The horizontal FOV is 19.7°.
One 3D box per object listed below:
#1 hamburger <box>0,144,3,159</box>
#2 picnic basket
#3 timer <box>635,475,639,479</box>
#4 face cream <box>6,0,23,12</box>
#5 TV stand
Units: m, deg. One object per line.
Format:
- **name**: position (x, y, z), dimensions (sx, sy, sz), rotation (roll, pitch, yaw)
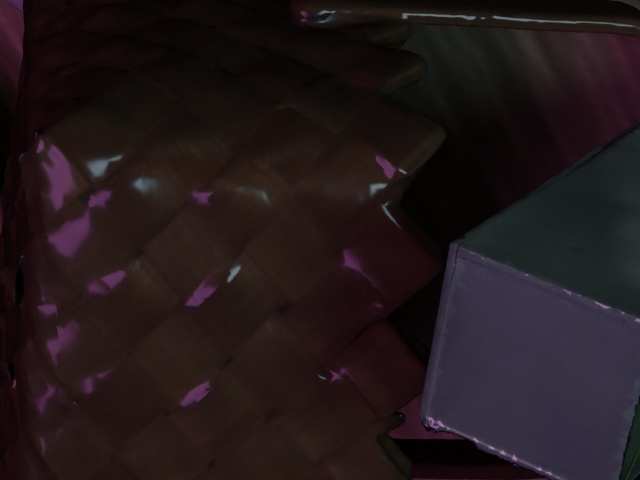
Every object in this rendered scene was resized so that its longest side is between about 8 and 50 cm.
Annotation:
- **hamburger**: position (-0.281, -0.039, 1.095), dimensions (0.191, 0.182, 0.118), rotation (4, 115, 51)
- **picnic basket**: position (0.000, 0.000, 0.885), dimensions (0.321, 0.291, 0.254), rotation (1, 115, -10)
- **timer**: position (0.176, 0.121, 0.801), dimensions (0.232, 0.250, 0.091), rotation (-41, 81, 38)
- **face cream**: position (-0.207, -0.200, 1.065), dimensions (0.182, 0.051, 0.072), rotation (45, 130, 13)
- **TV stand**: position (0.145, 0.007, 0.765), dimensions (0.088, 0.269, 0.083), rotation (24, 119, 25)
